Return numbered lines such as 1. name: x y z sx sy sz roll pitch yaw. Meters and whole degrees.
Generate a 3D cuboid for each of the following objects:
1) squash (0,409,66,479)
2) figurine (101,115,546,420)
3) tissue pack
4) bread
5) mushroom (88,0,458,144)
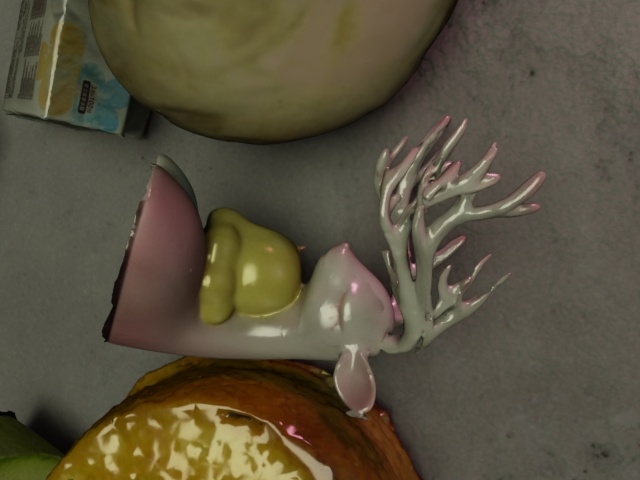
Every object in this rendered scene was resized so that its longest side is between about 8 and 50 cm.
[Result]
1. squash: -0.384 0.310 0.656 0.133 0.220 0.220 32 99 16
2. figurine: 0.002 0.009 0.509 0.315 0.206 0.284 15 105 -19
3. tissue pack: -0.245 -0.235 0.667 0.159 0.145 0.230 15 94 48
4. bread: -0.074 0.297 0.570 0.398 0.215 0.398 -1 87 12
5. mushroom: -0.066 -0.258 0.516 0.353 0.353 0.325 35 84 13
